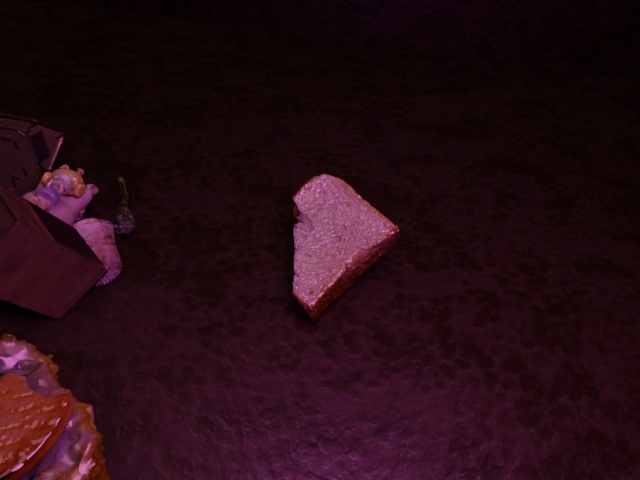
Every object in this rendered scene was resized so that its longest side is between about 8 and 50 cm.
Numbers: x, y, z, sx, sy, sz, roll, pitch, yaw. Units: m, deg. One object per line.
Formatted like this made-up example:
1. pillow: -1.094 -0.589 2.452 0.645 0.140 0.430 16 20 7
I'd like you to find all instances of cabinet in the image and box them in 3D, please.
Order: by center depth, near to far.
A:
1. cabinet: -0.575 0.024 0.871 0.175 0.215 0.148 38 80 30

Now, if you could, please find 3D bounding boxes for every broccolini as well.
1. broccolini: -0.508 -0.097 1.165 0.051 0.054 0.239 -20 44 -7

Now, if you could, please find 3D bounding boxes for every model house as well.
1. model house: -0.771 -0.257 1.214 0.219 0.204 0.278 11 35 4

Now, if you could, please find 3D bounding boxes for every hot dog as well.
1. hot dog: -0.514 0.024 1.021 0.108 0.059 0.191 -21 53 -15

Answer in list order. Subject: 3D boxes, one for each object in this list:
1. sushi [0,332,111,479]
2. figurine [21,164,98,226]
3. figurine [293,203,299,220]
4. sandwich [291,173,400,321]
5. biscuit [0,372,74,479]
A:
1. sushi: -0.490 0.324 0.560 0.397 0.239 0.351 -28 51 -35
2. figurine: -0.620 -0.112 1.092 0.127 0.155 0.235 17 40 -3
3. figurine: 0.023 -0.059 1.159 0.195 0.111 0.102 7 24 5
4. sandwich: 0.001 0.002 1.010 0.254 0.099 0.288 41 73 21
5. biscuit: -0.413 0.220 0.493 0.229 0.031 0.176 9 37 0
